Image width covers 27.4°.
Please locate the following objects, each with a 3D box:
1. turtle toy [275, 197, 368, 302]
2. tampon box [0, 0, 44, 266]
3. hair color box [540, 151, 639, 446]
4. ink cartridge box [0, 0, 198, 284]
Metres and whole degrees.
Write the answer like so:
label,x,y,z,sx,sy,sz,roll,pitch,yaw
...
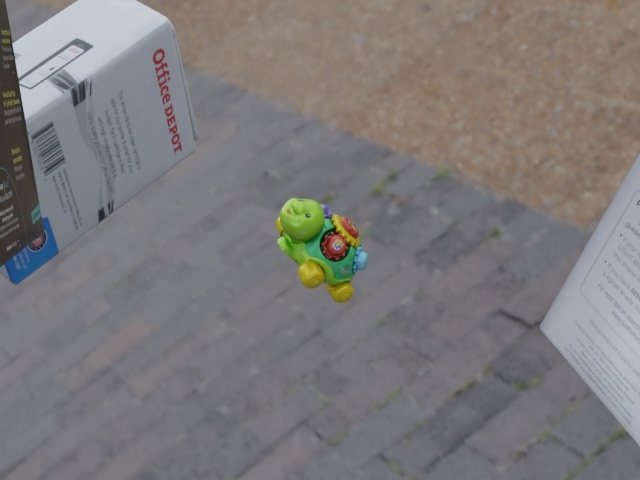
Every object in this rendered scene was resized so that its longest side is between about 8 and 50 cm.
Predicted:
label,x,y,z,sx,sy,sz,roll,pitch,yaw
turtle toy,0.000,0.000,1.323,0.066,0.130,0.095,-41,50,18
tampon box,-0.203,-0.066,0.620,0.101,0.161,0.120,-8,8,0
hair color box,0.321,-0.014,0.993,0.174,0.105,0.347,54,130,44
ink cartridge box,-0.207,-0.087,1.055,0.086,0.148,0.203,34,59,29
